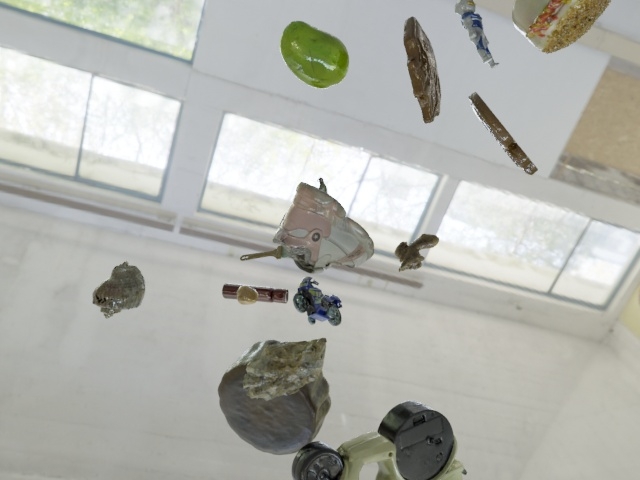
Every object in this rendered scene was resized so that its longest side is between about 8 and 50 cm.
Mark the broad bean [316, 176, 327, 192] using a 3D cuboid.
[{"bbox_3d":[-0.023,-0.111,2.340,0.049,0.292,0.144,15,180,17],"label":"broad bean"}]

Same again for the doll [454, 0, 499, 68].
[{"bbox_3d":[0.428,-0.589,1.591,0.114,0.057,0.227,-10,-107,-53],"label":"doll"}]

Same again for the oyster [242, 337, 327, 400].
[{"bbox_3d":[-0.077,0.301,1.298,0.209,0.133,0.072,-12,-168,-4],"label":"oyster"}]

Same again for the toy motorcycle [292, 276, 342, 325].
[{"bbox_3d":[-0.010,0.243,2.310,0.315,0.113,0.169,29,-135,-47],"label":"toy motorcycle"}]

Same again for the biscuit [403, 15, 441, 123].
[{"bbox_3d":[0.222,-0.347,1.206,0.034,0.215,0.182,-11,166,26],"label":"biscuit"}]

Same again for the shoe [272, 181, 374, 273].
[{"bbox_3d":[-0.001,-0.001,1.618,0.172,0.198,0.351,29,168,46],"label":"shoe"}]

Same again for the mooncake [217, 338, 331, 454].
[{"bbox_3d":[-0.114,0.405,1.501,0.290,0.290,0.161,24,-151,11],"label":"mooncake"}]

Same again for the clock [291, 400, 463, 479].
[{"bbox_3d":[0.135,0.512,1.236,0.379,0.276,0.120,-17,-170,-22],"label":"clock"}]

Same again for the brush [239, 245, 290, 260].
[{"bbox_3d":[-0.213,0.055,2.241,0.218,0.010,0.082,-10,-143,11],"label":"brush"}]

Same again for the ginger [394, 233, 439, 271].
[{"bbox_3d":[0.396,0.050,2.343,0.214,0.059,0.133,-19,-121,-6],"label":"ginger"}]

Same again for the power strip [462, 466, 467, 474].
[{"bbox_3d":[0.390,0.682,1.642,0.035,0.083,0.055,32,-170,38],"label":"power strip"}]

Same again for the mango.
[{"bbox_3d":[-0.015,-0.397,1.244,0.163,0.117,0.089,21,-153,-16],"label":"mango"}]

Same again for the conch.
[{"bbox_3d":[-0.642,0.162,1.850,0.130,0.207,0.155,27,-174,41],"label":"conch"}]

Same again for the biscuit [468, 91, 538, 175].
[{"bbox_3d":[0.308,-0.179,0.978,0.175,0.026,0.124,45,-158,-18],"label":"biscuit"}]

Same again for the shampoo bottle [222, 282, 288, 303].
[{"bbox_3d":[-0.260,0.215,2.328,0.260,0.064,0.102,4,169,11],"label":"shampoo bottle"}]

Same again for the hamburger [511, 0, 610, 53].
[{"bbox_3d":[0.606,-0.590,1.394,0.179,0.276,0.294,45,-143,17],"label":"hamburger"}]

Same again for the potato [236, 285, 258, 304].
[{"bbox_3d":[-0.258,0.195,2.018,0.083,0.068,0.062,8,-161,12],"label":"potato"}]
